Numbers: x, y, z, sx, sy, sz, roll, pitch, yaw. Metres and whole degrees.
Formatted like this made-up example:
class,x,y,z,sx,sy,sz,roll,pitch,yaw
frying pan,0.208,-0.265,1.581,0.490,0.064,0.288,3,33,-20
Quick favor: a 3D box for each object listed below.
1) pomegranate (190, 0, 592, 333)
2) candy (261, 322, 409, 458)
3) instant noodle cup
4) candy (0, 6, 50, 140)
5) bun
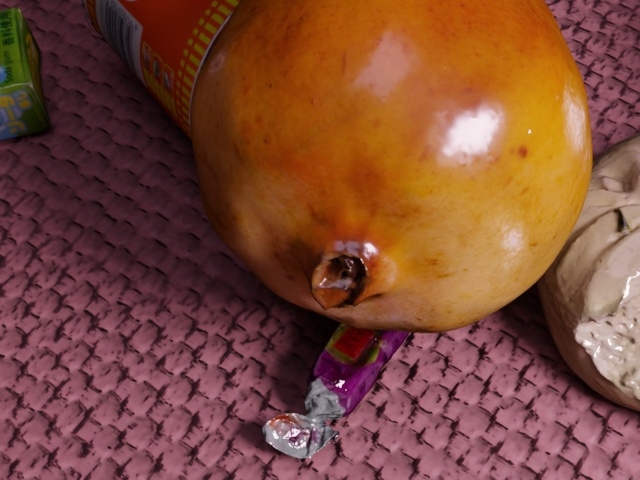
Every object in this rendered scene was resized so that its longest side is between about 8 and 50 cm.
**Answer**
class,x,y,z,sx,sy,sz,roll,pitch,yaw
pomegranate,0.044,-0.059,0.747,0.264,0.264,0.264,-2,55,3
candy,0.024,0.078,0.810,0.045,0.043,0.175,27,57,19
instant noodle cup,-0.080,-0.167,0.920,0.193,0.193,0.212,-35,51,-19
candy,-0.329,-0.121,0.965,0.195,0.062,0.097,-14,56,-4
bun,0.252,0.013,0.795,0.210,0.116,0.237,-5,54,1
